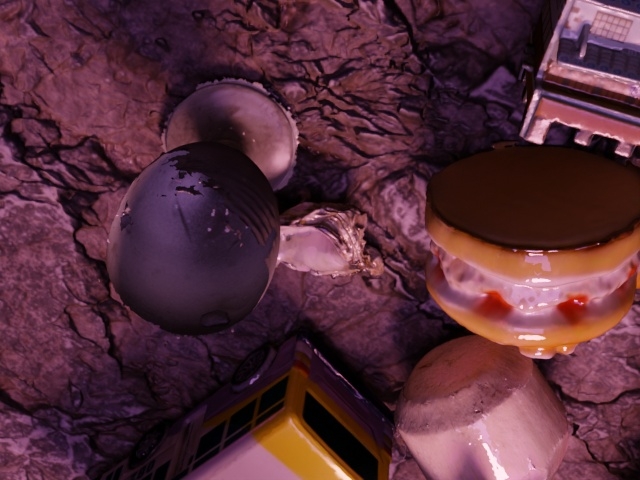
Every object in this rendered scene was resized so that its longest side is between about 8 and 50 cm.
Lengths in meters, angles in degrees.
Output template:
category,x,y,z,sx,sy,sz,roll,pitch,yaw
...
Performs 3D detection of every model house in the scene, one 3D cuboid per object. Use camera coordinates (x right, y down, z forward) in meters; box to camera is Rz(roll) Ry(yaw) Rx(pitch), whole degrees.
category,x,y,z,sx,sy,sz,roll,pitch,yaw
model house,0.336,-0.219,1.471,0.224,0.198,0.215,17,122,-2

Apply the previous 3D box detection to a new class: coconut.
category,x,y,z,sx,sy,sz,roll,pitch,yaw
coconut,0.218,0.250,1.724,0.224,0.224,0.234,-18,110,14

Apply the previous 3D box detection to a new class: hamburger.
category,x,y,z,sx,sy,sz,roll,pitch,yaw
hamburger,0.272,0.009,1.586,0.303,0.261,0.186,-26,128,-28

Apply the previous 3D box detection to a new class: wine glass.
category,x,y,z,sx,sy,sz,roll,pitch,yaw
wine glass,-0.126,-0.044,1.517,0.190,0.357,0.190,3,118,6

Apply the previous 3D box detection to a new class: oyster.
category,x,y,z,sx,sy,sz,roll,pitch,yaw
oyster,0.000,0.000,1.698,0.163,0.081,0.191,-22,133,42

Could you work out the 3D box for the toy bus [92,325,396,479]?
category,x,y,z,sx,sy,sz,roll,pitch,yaw
toy bus,-0.126,0.348,1.785,0.440,0.249,0.209,-36,109,21
